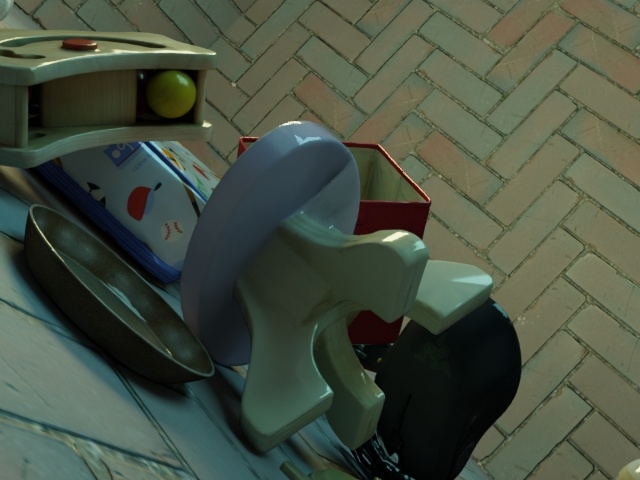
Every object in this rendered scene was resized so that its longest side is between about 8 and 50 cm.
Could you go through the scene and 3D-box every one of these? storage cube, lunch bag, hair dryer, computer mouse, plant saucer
[{"bbox_3d":[0.000,0.000,1.139,0.215,0.193,0.183,2,26,-20],"label":"storage cube"},{"bbox_3d":[-0.210,-0.079,1.027,0.243,0.115,0.303,42,1,-11],"label":"lunch bag"},{"bbox_3d":[0.014,0.146,1.269,0.293,0.080,0.223,30,-11,30],"label":"hair dryer"},{"bbox_3d":[0.101,0.169,0.892,0.072,0.272,0.188,-12,42,-39],"label":"computer mouse"},{"bbox_3d":[-0.143,0.042,0.648,0.168,0.029,0.168,45,0,0],"label":"plant saucer"}]

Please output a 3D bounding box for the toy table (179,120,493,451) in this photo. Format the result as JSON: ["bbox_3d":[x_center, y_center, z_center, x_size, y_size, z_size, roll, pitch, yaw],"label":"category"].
[{"bbox_3d":[0.003,0.051,0.781,0.161,0.252,0.274,44,-23,27],"label":"toy table"}]

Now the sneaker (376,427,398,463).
[{"bbox_3d":[0.062,0.206,1.166,0.178,0.077,0.072,43,-1,-6],"label":"sneaker"}]

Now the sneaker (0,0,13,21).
[{"bbox_3d":[-0.475,-0.324,1.080,0.292,0.108,0.169,34,10,-38],"label":"sneaker"}]

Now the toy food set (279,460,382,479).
[{"bbox_3d":[0.039,0.220,0.698,0.132,0.038,0.192,36,1,32],"label":"toy food set"}]

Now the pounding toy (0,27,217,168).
[{"bbox_3d":[-0.214,-0.152,0.756,0.269,0.155,0.154,-4,24,-27],"label":"pounding toy"}]

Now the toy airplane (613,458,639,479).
[{"bbox_3d":[0.381,0.304,0.895,0.384,0.386,0.272,45,12,-23],"label":"toy airplane"}]
